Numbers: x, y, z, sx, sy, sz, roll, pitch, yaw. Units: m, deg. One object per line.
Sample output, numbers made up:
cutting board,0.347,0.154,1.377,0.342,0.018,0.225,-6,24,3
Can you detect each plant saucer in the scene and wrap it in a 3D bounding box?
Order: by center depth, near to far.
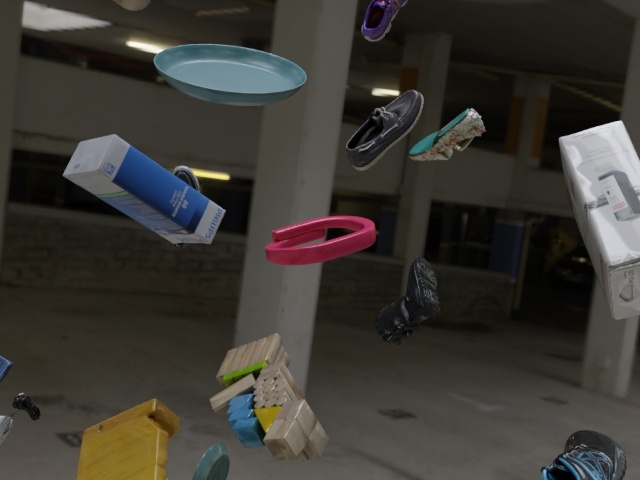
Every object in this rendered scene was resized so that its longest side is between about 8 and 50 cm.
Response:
plant saucer,-0.197,0.430,1.471,0.021,0.119,0.119,17,8,22
plant saucer,-0.189,-0.345,1.689,0.317,0.044,0.318,8,28,-4

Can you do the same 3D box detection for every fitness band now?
fitness band,0.000,0.000,1.980,0.290,0.054,0.209,-18,21,-34

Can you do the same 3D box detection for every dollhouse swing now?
dollhouse swing,-0.316,0.556,1.589,0.315,0.347,0.305,-28,-43,30

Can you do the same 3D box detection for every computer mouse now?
computer mouse,-0.719,0.430,1.808,0.042,0.193,0.106,35,-28,23

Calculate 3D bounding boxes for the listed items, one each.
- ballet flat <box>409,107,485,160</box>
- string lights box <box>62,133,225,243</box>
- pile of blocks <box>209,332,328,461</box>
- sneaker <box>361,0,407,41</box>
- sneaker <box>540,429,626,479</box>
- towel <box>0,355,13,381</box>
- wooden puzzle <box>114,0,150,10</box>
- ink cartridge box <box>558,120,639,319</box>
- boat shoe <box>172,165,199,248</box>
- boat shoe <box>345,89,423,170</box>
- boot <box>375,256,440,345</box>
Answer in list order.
ballet flat,0.320,-0.246,2.034,0.077,0.091,0.241,43,-37,-12
string lights box,-0.315,-0.084,1.458,0.133,0.077,0.259,0,-28,47
pile of blocks,-0.086,0.285,1.320,0.149,0.113,0.362,-30,20,-3
sneaker,0.133,-0.475,1.591,0.068,0.170,0.071,24,6,8
sneaker,0.499,0.440,1.540,0.139,0.125,0.341,36,18,2
towel,-0.807,0.293,1.932,0.119,0.067,0.029,32,-24,-9
wooden puzzle,-0.437,-0.642,1.514,0.347,0.322,0.080,34,34,28
ink cartridge box,0.402,-0.026,1.091,0.092,0.218,0.158,-16,-34,13
boat shoe,-0.316,-0.075,1.863,0.065,0.183,0.083,0,20,5
boat shoe,0.129,-0.234,1.626,0.075,0.206,0.065,37,-8,43
boot,0.127,0.091,1.202,0.045,0.099,0.121,34,33,-28
